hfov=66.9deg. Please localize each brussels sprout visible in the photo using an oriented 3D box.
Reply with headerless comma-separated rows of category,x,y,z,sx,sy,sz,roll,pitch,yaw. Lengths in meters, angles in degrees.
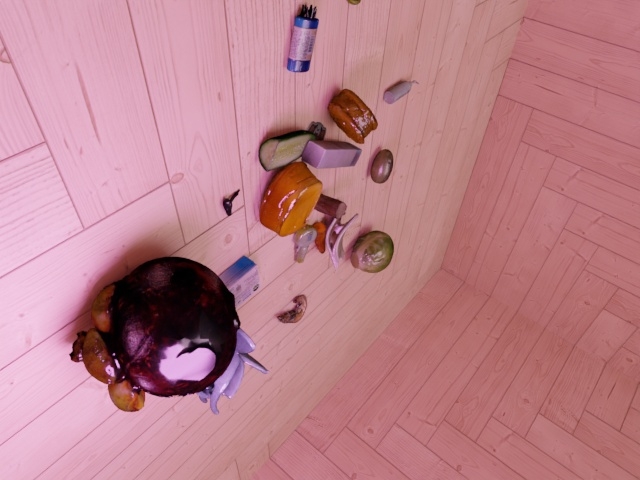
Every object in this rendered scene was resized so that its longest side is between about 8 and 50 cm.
brussels sprout,0.274,0.061,2.533,0.244,0.244,0.244,-42,150,-31

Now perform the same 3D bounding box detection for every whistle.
whistle,-0.069,0.020,2.028,0.104,0.057,0.198,-21,140,-36

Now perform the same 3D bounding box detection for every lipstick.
lipstick,0.049,-0.316,1.777,0.080,0.076,0.371,-63,163,21

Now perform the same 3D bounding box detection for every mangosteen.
mangosteen,-0.419,0.254,1.300,0.421,0.381,0.381,-37,148,-27

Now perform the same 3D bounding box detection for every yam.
yam,0.034,-0.140,1.958,0.084,0.127,0.084,-44,149,-35

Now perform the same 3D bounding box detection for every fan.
fan,-0.046,-0.322,1.745,0.132,0.009,0.220,4,114,-59

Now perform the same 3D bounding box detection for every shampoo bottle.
shampoo bottle,0.341,-0.633,2.033,0.195,0.056,0.056,-41,150,-34
shampoo bottle,-0.049,-0.581,1.397,0.087,0.050,0.183,-25,140,-45

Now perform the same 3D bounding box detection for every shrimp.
shrimp,-0.129,0.330,2.294,0.251,0.052,0.143,-7,114,-68

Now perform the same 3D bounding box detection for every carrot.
carrot,0.000,0.000,2.136,0.061,0.061,0.209,-47,155,-22

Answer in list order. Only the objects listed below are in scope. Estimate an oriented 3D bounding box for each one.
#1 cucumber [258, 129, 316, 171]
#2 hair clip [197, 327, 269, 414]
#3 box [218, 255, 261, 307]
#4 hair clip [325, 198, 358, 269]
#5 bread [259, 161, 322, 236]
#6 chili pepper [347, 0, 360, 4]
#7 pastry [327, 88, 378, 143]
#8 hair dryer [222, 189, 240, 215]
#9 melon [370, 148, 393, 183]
cucumber,-0.103,-0.311,1.587,0.244,0.063,0.115,-28,149,-50
hair clip,-0.369,0.375,1.608,0.238,0.318,0.392,-43,153,-23
box,-0.311,0.169,1.746,0.194,0.073,0.139,-42,150,-31
hair clip,0.080,-0.033,2.146,0.172,0.113,0.282,-50,159,-72
bread,-0.106,-0.142,1.673,0.195,0.142,0.269,-22,148,-52
chili pepper,0.105,-0.754,1.516,0.083,0.017,0.030,-19,133,-52
pastry,0.115,-0.434,1.699,0.103,0.189,0.189,-43,154,1
hair dryer,-0.277,-0.124,1.539,0.083,0.031,0.079,-55,166,-26
melon,0.281,-0.338,2.208,0.099,0.099,0.162,-21,131,-52
